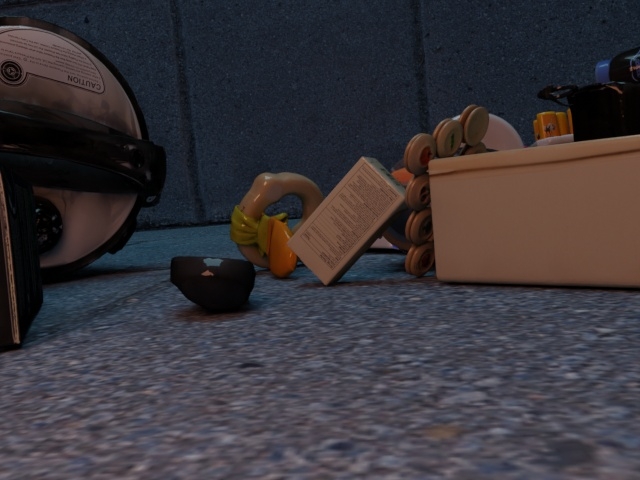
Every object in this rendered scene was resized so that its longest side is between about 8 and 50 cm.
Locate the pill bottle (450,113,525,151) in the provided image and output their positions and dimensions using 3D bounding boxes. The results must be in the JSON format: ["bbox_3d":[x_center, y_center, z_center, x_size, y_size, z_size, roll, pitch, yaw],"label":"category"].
[{"bbox_3d":[0.228,-0.112,1.068,0.136,0.137,0.245,-4,2,9],"label":"pill bottle"}]

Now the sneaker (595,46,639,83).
[{"bbox_3d":[0.478,-0.232,0.976,0.232,0.082,0.090,-15,6,-39],"label":"sneaker"}]

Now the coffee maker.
[{"bbox_3d":[0.330,-0.082,0.790,0.171,0.178,0.120,-2,2,7],"label":"coffee maker"}]

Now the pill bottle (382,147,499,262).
[{"bbox_3d":[0.152,-0.044,0.822,0.130,0.131,0.245,-3,5,31],"label":"pill bottle"}]

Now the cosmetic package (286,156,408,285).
[{"bbox_3d":[0.028,-0.018,0.671,0.115,0.060,0.041,-47,-13,17],"label":"cosmetic package"}]

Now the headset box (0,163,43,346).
[{"bbox_3d":[-0.362,0.016,0.563,0.246,0.131,0.283,-5,3,-17],"label":"headset box"}]

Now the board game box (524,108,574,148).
[{"bbox_3d":[0.493,-0.168,1.090,0.389,0.050,0.390,-8,-2,6],"label":"board game box"}]

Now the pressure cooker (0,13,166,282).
[{"bbox_3d":[-0.449,-0.116,1.004,0.420,0.376,0.370,0,36,47],"label":"pressure cooker"}]

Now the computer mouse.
[{"bbox_3d":[-0.095,0.040,0.640,0.071,0.041,0.242,3,-4,-5],"label":"computer mouse"}]

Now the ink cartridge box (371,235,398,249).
[{"bbox_3d":[0.157,-0.014,1.036,0.206,0.045,0.208,-6,4,-28],"label":"ink cartridge box"}]

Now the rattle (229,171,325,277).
[{"bbox_3d":[0.000,0.000,0.857,0.142,0.130,0.199,14,-10,46],"label":"rattle"}]

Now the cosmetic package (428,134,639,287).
[{"bbox_3d":[0.256,-0.026,0.554,0.309,0.113,0.160,-3,4,44],"label":"cosmetic package"}]

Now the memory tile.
[{"bbox_3d":[0.119,-0.045,0.661,0.113,0.148,0.012,-30,40,-33],"label":"memory tile"}]
